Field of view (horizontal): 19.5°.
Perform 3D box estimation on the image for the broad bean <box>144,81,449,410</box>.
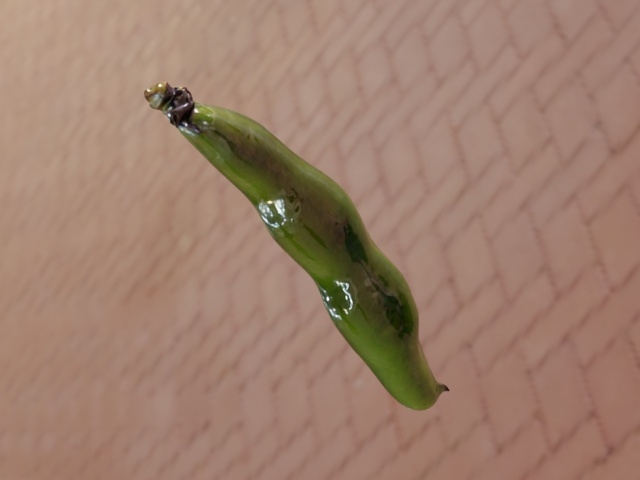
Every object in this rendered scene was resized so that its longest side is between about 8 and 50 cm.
[{"bbox_3d":[0.001,-0.001,1.142,0.060,0.297,0.043,-47,28,-15],"label":"broad bean"}]
